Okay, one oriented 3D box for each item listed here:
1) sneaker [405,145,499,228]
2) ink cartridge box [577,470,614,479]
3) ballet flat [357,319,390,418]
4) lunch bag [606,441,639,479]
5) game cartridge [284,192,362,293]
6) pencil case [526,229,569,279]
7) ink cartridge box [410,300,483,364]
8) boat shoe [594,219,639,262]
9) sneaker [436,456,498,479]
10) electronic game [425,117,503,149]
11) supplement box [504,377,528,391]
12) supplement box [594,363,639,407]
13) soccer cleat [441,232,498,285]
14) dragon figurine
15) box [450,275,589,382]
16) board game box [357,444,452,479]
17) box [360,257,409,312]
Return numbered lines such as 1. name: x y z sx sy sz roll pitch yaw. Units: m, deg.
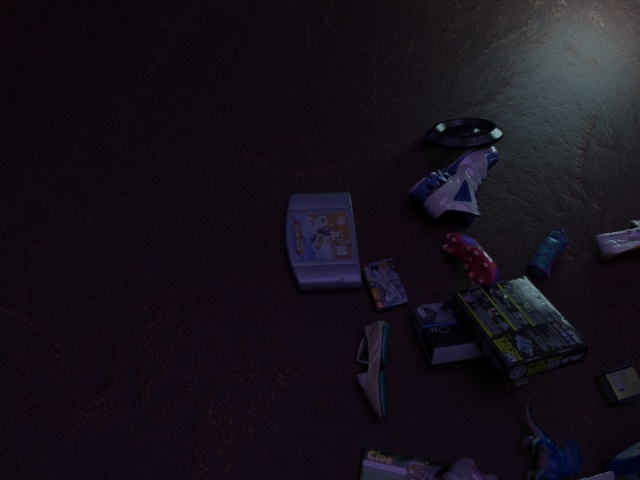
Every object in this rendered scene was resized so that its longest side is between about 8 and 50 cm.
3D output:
1. sneaker: 0.409 -0.135 1.764 0.316 0.127 0.182 -30 84 -27
2. ink cartridge box: 0.536 0.644 1.283 0.354 0.119 0.206 -10 94 -20
3. ballet flat: 0.130 0.320 1.518 0.086 0.086 0.248 8 61 -2
4. lunch bag: 0.893 0.520 1.352 0.386 0.327 0.238 6 64 -5
5. game cartridge: 0.000 0.000 1.677 0.198 0.062 0.297 -1 63 -11
6. pencil case: 0.644 0.040 1.718 0.070 0.064 0.151 29 63 27
7. ink cartridge box: 0.417 0.219 1.567 0.333 0.065 0.165 -6 35 -11
8. boat shoe: 0.929 -0.017 1.761 0.277 0.098 0.096 -13 66 -11
9. sneaker: 0.379 0.585 1.365 0.252 0.103 0.111 47 55 -7
10. electronic game: 0.433 -0.321 1.837 0.230 0.048 0.229 -6 27 3
11. supplement box: 0.485 0.328 1.553 0.036 0.062 0.098 -11 64 -13
12. supplement box: 0.771 0.374 1.563 0.083 0.056 0.083 -13 65 -12
13. soccer cleat: 0.418 0.044 1.628 0.095 0.082 0.248 3 22 -21
14. dragon figurine: 0.561 0.516 1.448 0.144 0.085 0.288 1 67 -8
15. box: 0.474 0.206 1.479 0.217 0.060 0.270 -11 37 -14
16. board game box: 0.216 0.574 1.415 0.260 0.030 0.136 13 64 1
17. box: 0.171 0.121 1.646 0.094 0.027 0.136 -12 64 -14
